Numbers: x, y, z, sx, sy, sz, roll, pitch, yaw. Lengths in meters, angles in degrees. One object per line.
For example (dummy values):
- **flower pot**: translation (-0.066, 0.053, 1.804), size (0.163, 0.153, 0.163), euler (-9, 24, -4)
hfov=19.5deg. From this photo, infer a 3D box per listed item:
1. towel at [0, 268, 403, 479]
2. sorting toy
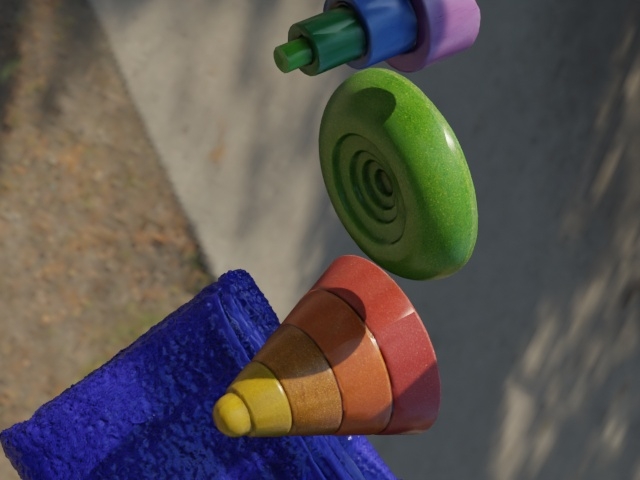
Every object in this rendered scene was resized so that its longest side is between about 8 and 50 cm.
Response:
- **towel**: translation (-0.058, 0.200, 1.314), size (0.227, 0.308, 0.076), euler (-36, 174, 1)
- **sorting toy**: translation (0.000, 0.000, 1.048), size (0.126, 0.127, 0.366), euler (-25, 143, -27)
